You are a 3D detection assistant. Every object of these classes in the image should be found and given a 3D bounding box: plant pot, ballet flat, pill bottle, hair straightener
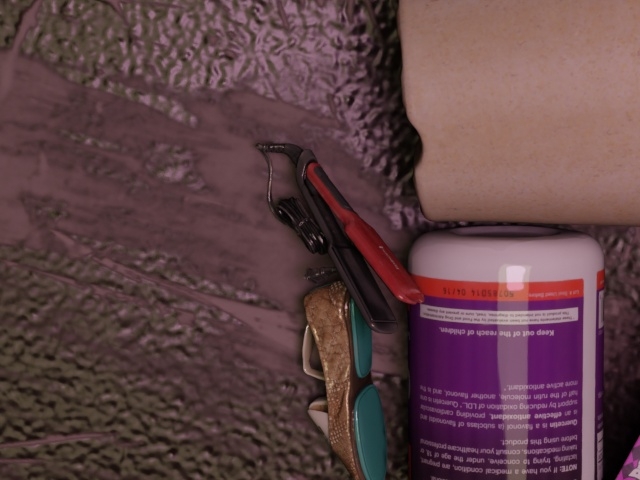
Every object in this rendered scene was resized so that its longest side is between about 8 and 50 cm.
[{"bbox_3d":[0.229,-0.142,1.516,0.305,0.334,0.334,-5,96,7],"label":"plant pot"},{"bbox_3d":[0.019,0.137,1.637,0.067,0.073,0.206,-1,99,25],"label":"ballet flat"},{"bbox_3d":[0.170,0.152,1.587,0.181,0.181,0.323,-1,96,-5],"label":"pill bottle"},{"bbox_3d":[0.000,0.000,1.576,0.230,0.047,0.089,51,119,24],"label":"hair straightener"}]

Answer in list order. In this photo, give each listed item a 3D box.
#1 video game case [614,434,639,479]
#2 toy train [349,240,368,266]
[{"bbox_3d":[0.321,0.202,1.597,0.042,0.210,0.232,29,92,20],"label":"video game case"},{"bbox_3d":[0.036,0.036,1.647,0.023,0.017,0.083,-8,97,6],"label":"toy train"}]
